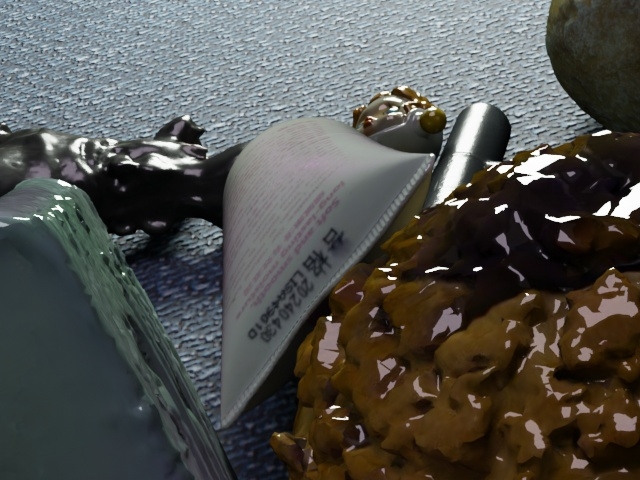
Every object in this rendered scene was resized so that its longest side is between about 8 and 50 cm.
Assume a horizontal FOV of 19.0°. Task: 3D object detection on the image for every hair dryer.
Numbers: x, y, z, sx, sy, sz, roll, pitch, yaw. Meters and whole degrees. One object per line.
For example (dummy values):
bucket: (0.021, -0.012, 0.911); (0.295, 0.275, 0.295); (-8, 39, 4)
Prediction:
hair dryer: (0.176, -0.047, 1.372); (0.195, 0.050, 0.173); (-1, 30, 14)

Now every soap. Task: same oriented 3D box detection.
soap: (-0.132, 0.110, 0.916); (0.156, 0.261, 0.446); (-27, 5, -3)

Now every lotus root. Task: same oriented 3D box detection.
lotus root: (0.301, -0.141, 1.362); (0.349, 0.175, 0.175); (13, 37, 42)

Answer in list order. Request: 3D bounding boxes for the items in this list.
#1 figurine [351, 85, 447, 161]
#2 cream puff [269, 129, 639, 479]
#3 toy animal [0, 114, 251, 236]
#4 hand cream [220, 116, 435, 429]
figurine: (0.056, -0.059, 1.421); (0.101, 0.068, 0.143); (-37, 27, 8)
cream puff: (0.135, 0.072, 0.958); (0.343, 0.231, 0.327); (6, 36, 32)
toy animal: (-0.203, -0.031, 1.445); (0.343, 0.106, 0.168); (-15, 26, -10)
hand cream: (0.000, 0.000, 1.178); (0.185, 0.118, 0.358); (-50, 9, 7)
